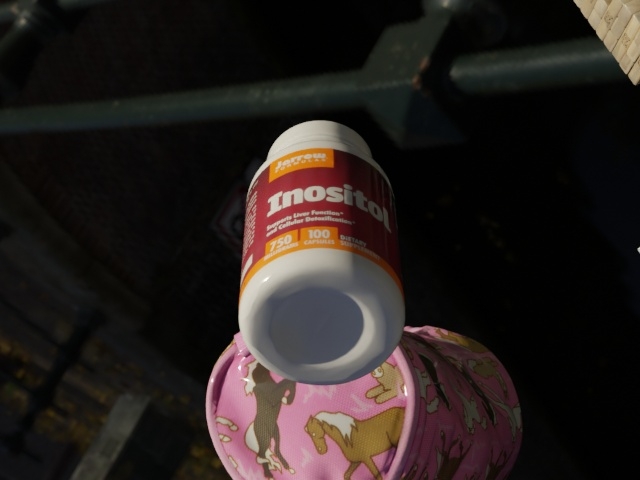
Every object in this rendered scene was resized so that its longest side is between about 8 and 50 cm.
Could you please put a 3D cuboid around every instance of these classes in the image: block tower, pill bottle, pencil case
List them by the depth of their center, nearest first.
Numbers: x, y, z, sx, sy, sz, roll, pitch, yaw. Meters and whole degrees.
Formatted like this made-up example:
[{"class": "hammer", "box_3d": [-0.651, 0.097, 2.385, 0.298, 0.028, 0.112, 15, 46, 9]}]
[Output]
[{"class": "pill bottle", "box_3d": [0.000, 0.000, 0.707, 0.086, 0.152, 0.086, -1, 126, -1]}, {"class": "pencil case", "box_3d": [0.052, 0.137, 1.018, 0.167, 0.160, 0.386, 20, 179, 20]}, {"class": "block tower", "box_3d": [0.416, -0.201, 1.482, 0.335, 0.091, 0.097, 59, 167, 16]}]

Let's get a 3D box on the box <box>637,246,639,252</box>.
[{"class": "box", "box_3d": [0.489, -0.018, 1.683, 0.027, 0.137, 0.094, 58, 140, 22]}]
